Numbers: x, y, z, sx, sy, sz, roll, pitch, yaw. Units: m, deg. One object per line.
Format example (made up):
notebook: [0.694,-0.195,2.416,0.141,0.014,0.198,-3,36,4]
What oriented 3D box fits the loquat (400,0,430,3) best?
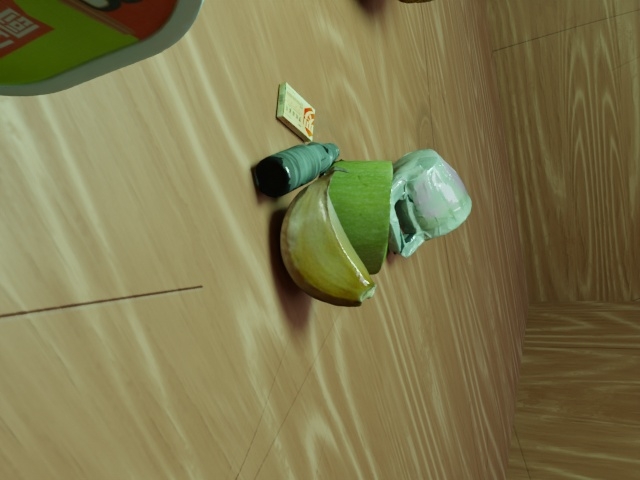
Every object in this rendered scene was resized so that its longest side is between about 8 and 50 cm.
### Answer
loquat: [0.198,-0.630,1.077,0.328,0.329,0.328,13,76,-62]

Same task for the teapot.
teapot: [0.204,-0.095,1.243,0.178,0.222,0.163,57,0,-29]

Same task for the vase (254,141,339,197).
vase: [-0.024,-0.118,0.859,0.211,0.060,0.059,-37,119,-59]

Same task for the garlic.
garlic: [-0.006,0.004,0.832,0.115,0.128,0.206,-23,106,-18]

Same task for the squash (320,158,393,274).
squash: [0.087,-0.039,1.003,0.220,0.133,0.220,-3,90,-69]

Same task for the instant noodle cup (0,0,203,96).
instant noodle cup: [-0.206,-0.295,0.335,0.294,0.294,0.307,34,51,-57]

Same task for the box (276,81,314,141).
box: [-0.038,-0.200,0.888,0.093,0.015,0.058,30,59,-57]
